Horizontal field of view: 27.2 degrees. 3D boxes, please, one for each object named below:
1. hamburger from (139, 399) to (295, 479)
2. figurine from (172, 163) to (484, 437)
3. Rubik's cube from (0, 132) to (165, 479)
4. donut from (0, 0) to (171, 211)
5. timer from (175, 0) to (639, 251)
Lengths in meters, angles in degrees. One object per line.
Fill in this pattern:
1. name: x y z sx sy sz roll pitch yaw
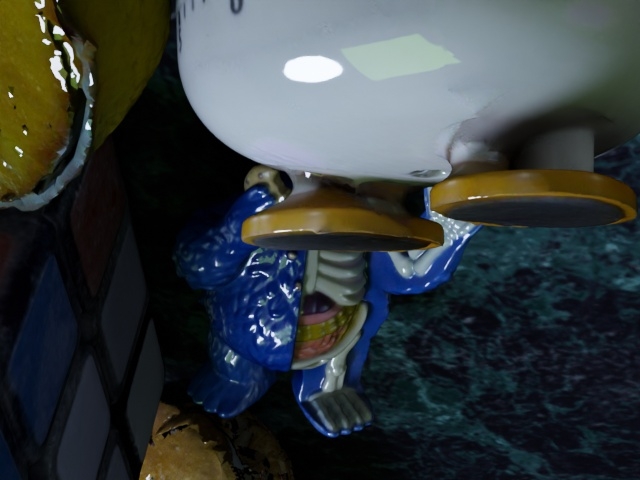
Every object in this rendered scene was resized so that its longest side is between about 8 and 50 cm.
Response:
1. hamburger: -0.108 0.236 1.105 0.231 0.231 0.107 -22 161 39
2. figurine: -0.008 0.003 0.831 0.164 0.120 0.262 15 127 -14
3. Rubik's cube: -0.319 0.117 0.858 0.359 0.362 0.363 5 142 10
4. donut: -0.173 -0.146 0.618 0.272 0.107 0.272 29 145 23
5. timer: 0.046 -0.122 0.603 0.234 0.240 0.233 -1 173 0
